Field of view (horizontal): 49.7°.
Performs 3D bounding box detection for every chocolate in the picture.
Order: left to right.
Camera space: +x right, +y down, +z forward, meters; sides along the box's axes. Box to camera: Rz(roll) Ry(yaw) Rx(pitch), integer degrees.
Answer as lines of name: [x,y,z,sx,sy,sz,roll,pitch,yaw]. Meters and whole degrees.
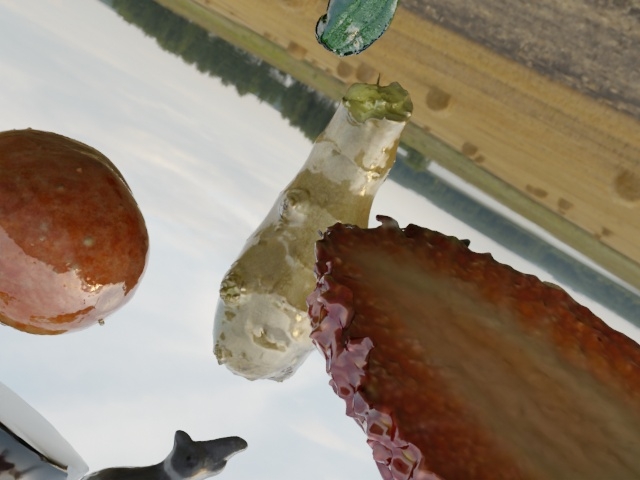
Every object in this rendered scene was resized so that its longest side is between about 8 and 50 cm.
chocolate: [-0.454,0.272,0.853,0.283,0.186,0.283,35,163,12]

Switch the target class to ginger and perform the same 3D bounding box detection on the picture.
ginger: [0.016,0.007,0.820,0.236,0.375,0.166,30,-161,-46]

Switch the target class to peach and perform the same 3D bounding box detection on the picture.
peach: [-0.293,-0.011,0.697,0.232,0.232,0.232,30,-171,-5]

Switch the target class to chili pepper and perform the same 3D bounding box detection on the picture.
chili pepper: [0.067,-0.336,0.905,0.098,0.224,0.061,40,-133,5]

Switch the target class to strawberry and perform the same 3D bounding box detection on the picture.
strawberry: [0.115,0.113,0.453,0.233,0.137,0.306,-13,-134,-36]

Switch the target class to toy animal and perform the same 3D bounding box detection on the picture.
toy animal: [-0.260,0.306,0.699,0.206,0.367,0.081,35,-174,-21]
